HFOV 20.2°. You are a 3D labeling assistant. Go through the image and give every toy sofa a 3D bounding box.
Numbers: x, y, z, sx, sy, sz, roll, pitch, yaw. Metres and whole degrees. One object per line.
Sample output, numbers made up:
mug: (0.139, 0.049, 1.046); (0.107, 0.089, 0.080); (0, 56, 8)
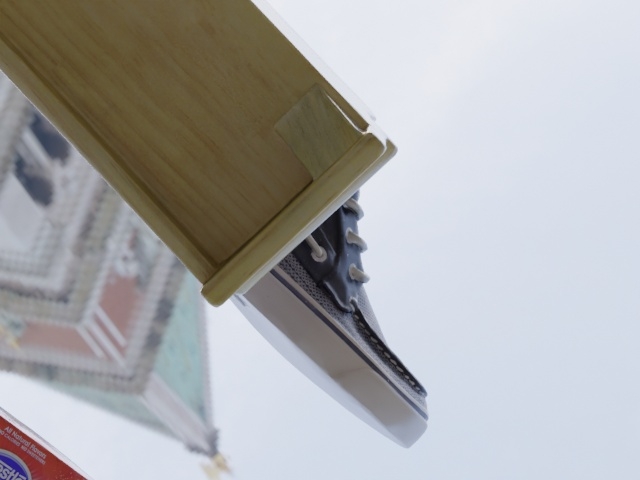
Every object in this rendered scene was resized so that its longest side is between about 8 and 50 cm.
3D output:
toy sofa: (-0.125, -0.139, 1.158); (0.150, 0.177, 0.362); (-43, -86, 6)

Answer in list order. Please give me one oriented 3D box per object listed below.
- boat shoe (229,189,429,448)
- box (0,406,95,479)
boat shoe: (0.000, 0.000, 1.377); (0.158, 0.340, 0.127); (-48, -159, -10)
box: (-0.299, 0.169, 1.381); (0.128, 0.257, 0.122); (-52, -143, -8)
